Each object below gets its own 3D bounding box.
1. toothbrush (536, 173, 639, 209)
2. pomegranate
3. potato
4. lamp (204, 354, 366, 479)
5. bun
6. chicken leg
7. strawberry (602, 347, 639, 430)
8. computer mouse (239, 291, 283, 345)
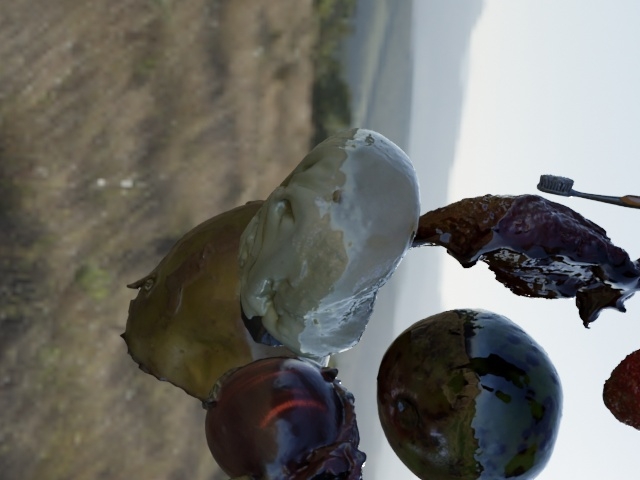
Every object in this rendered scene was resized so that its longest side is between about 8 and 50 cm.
[{"bbox_3d":[0.470,-0.055,2.142,0.031,0.321,0.023,98,5,-48],"label":"toothbrush"},{"bbox_3d":[0.215,0.213,1.879,0.306,0.242,0.242,23,64,-41],"label":"pomegranate"},{"bbox_3d":[-0.095,0.056,2.042,0.289,0.301,0.237,-38,156,-48],"label":"potato"},{"bbox_3d":[-0.056,0.212,1.581,0.223,0.215,0.151,-127,-162,-63],"label":"lamp"},{"bbox_3d":[0.000,0.000,1.404,0.229,0.145,0.229,-167,-90,-80],"label":"bun"},{"bbox_3d":[0.189,0.004,1.649,0.158,0.407,0.096,117,-25,-50],"label":"chicken leg"},{"bbox_3d":[0.338,0.149,1.516,0.106,0.106,0.106,3,90,-85],"label":"strawberry"},{"bbox_3d":[-0.031,0.050,1.857,0.192,0.106,0.062,-56,172,-29],"label":"computer mouse"}]
